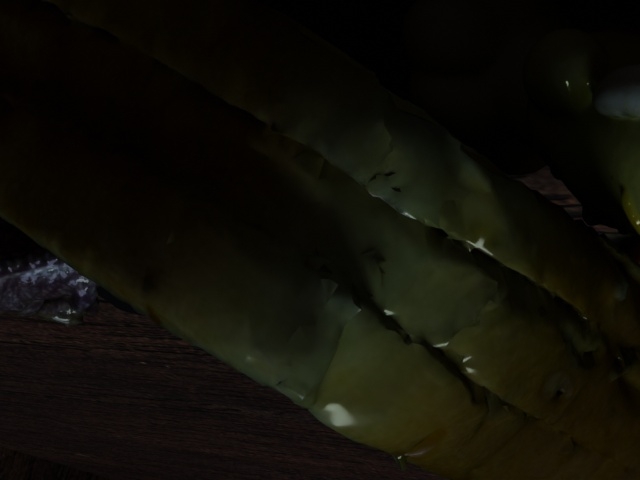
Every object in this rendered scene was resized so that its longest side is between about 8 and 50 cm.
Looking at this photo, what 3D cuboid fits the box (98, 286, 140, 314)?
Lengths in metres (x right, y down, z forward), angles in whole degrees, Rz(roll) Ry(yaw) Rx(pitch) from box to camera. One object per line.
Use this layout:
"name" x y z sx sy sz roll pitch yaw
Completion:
"box" -0.099 0.035 0.989 0.126 0.027 0.125 8 167 12

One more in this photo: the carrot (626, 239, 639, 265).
"carrot" 0.155 0.030 0.735 0.043 0.043 0.248 13 162 -3

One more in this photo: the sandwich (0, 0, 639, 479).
"sandwich" 0.000 0.000 0.487 0.271 0.099 0.301 35 -179 38

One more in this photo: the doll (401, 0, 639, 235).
"doll" 0.089 -0.034 0.425 0.106 0.062 0.162 32 -177 -41

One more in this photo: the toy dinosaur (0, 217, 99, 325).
"toy dinosaur" -0.196 0.008 0.811 0.251 0.072 0.200 7 176 -10
